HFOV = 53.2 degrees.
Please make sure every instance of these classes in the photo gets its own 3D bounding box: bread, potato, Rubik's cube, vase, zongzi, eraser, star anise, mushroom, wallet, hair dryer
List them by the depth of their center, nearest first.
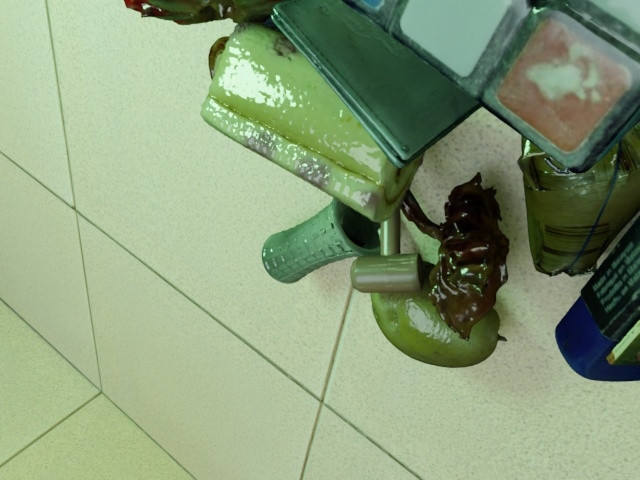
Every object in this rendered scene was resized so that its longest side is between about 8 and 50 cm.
[{"bbox_3d":[0.252,-0.335,0.578,0.362,0.363,0.359,38,136,16],"label":"Rubik's cube"},{"bbox_3d":[0.414,-0.065,0.827,0.289,0.123,0.260,-4,131,21],"label":"zongzi"},{"bbox_3d":[0.441,0.059,0.827,0.101,0.155,0.332,-101,20,-43],"label":"eraser"},{"bbox_3d":[0.107,-0.249,0.831,0.251,0.290,0.054,49,146,7],"label":"wallet"},{"bbox_3d":[-0.007,-0.184,0.960,0.338,0.155,0.187,30,105,20],"label":"bread"},{"bbox_3d":[0.209,-0.024,0.992,0.148,0.237,0.346,-24,78,23],"label":"star anise"},{"bbox_3d":[0.112,-0.004,1.063,0.117,0.064,0.182,-3,75,19],"label":"hair dryer"},{"bbox_3d":[0.202,0.133,1.119,0.251,0.159,0.174,22,157,20],"label":"potato"},{"bbox_3d":[-0.163,-0.320,1.193,0.127,0.087,0.127,21,131,26],"label":"mushroom"},{"bbox_3d":[0.000,0.000,1.234,0.299,0.143,0.143,-27,97,52],"label":"vase"}]

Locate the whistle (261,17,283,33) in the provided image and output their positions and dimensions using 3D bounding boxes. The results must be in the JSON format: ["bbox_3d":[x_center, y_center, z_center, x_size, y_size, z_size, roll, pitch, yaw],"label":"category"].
[{"bbox_3d":[-0.078,-0.274,1.121,0.180,0.093,0.269,1,114,5],"label":"whistle"}]

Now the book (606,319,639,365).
[{"bbox_3d":[0.514,0.055,0.748,0.322,0.228,0.018,105,163,-44],"label":"book"}]

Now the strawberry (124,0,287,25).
[{"bbox_3d":[-0.162,-0.504,0.937,0.317,0.295,0.345,-6,90,7],"label":"strawberry"}]
